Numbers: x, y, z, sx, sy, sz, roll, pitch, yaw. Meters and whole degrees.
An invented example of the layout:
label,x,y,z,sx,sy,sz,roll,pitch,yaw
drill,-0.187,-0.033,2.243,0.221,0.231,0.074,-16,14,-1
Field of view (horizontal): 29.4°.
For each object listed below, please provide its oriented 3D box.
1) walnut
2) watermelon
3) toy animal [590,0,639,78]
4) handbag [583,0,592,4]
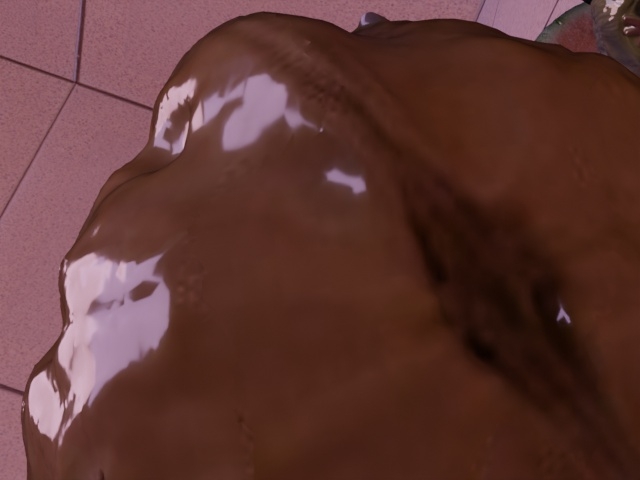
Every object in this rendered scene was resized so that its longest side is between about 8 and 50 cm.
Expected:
label,x,y,z,sx,sy,sz,roll,pitch,yaw
walnut,0.026,0.071,0.595,0.383,0.384,0.383,-161,90,-89
watermelon,0.260,-0.179,1.260,0.101,0.080,0.155,35,-112,-54
toy animal,0.238,-0.161,0.778,0.137,0.098,0.098,-42,19,36
handbag,0.298,-0.347,1.003,0.275,0.088,0.244,103,-172,-64
